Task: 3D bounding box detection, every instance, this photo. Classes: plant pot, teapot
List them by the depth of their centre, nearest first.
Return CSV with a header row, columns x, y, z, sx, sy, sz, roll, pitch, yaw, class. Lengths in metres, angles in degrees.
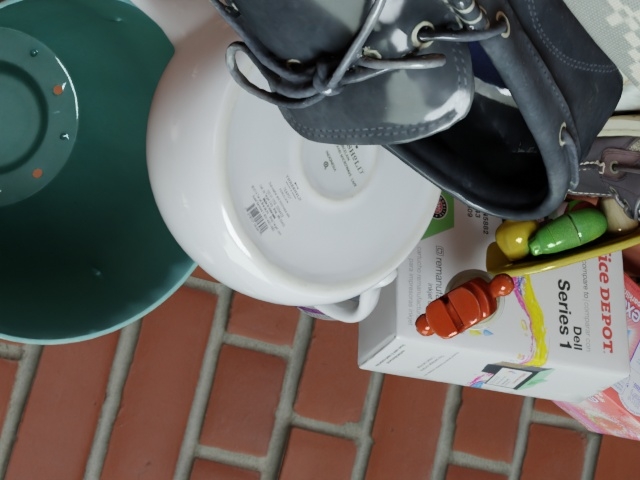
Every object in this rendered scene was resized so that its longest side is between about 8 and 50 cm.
x,y,z,sx,sy,sz,roll,pitch,yaw,class
-0.036,-0.070,0.948,0.252,0.256,0.187,9,180,-36,teapot
-0.256,-0.086,1.067,0.293,0.293,0.235,20,-175,-34,plant pot

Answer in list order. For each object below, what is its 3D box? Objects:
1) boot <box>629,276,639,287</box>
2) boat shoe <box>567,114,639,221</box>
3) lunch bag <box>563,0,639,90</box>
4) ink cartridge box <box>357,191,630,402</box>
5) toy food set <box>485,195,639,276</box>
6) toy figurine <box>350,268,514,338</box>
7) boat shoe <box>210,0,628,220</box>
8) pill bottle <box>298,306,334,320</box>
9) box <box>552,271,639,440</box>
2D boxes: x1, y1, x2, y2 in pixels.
x,y,z,sx,sy,sz,roll,pitch,yaw,class
0.466,0.095,1.682,0.059,0.085,0.158,19,168,-21,boot
0.291,-0.051,1.024,0.102,0.092,0.285,19,169,-34,boat shoe
0.195,-0.135,0.313,0.256,0.213,0.305,33,163,-13,lunch bag
0.190,0.052,1.335,0.278,0.201,0.117,11,154,-18,ink cartridge box
0.266,-0.025,1.226,0.217,0.071,0.128,-16,-174,0,toy food set
0.092,-0.022,1.147,0.209,0.213,0.148,14,-172,16,toy figurine
0.030,-0.137,0.705,0.186,0.156,0.500,8,168,39,boat shoe
0.000,0.000,1.515,0.169,0.169,0.301,12,170,10,pill bottle
0.333,0.121,1.568,0.300,0.154,0.142,37,160,-26,box
